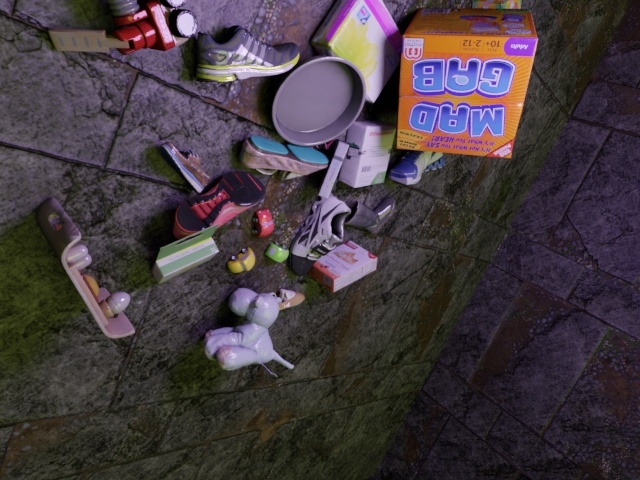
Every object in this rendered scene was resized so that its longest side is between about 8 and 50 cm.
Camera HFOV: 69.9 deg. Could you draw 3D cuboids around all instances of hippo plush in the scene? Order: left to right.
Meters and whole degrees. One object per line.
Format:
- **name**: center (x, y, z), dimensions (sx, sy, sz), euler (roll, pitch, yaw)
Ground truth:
- **hippo plush**: center (-0.238, 0.285, 1.502), dimensions (0.234, 0.295, 0.236), euler (-1, 108, -65)

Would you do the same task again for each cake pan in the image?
- **cake pan**: center (-0.010, -0.409, 1.339), dimensions (0.294, 0.054, 0.293), euler (-18, 144, -14)

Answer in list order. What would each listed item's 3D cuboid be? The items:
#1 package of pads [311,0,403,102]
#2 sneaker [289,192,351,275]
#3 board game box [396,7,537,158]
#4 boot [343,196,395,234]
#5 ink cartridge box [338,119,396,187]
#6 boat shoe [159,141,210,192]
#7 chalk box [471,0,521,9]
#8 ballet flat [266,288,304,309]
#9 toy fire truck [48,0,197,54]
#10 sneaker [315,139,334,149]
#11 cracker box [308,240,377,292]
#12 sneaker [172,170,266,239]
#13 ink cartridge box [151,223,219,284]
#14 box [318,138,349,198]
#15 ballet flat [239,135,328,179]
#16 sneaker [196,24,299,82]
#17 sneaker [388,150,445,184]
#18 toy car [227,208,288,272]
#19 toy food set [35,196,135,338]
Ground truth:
- **package of pads**: center (0.126, -0.587, 1.391), dimensions (0.297, 0.101, 0.229), euler (31, 92, -51)
- **sneaker**: center (0.000, 0.000, 1.637), dimensions (0.123, 0.146, 0.330), euler (7, 112, -49)
- **board game box**: center (0.457, -0.516, 1.472), dimensions (0.356, 0.357, 0.355), euler (-64, 157, -49)
- **boot**: center (0.192, -0.120, 1.818), dimensions (0.209, 0.076, 0.189), euler (26, 94, -44)
- **ink cartridge box**: center (0.167, -0.311, 1.629), dimensions (0.160, 0.093, 0.219), euler (-14, 125, -40)
- **boat shoe**: center (-0.352, -0.204, 1.203), dimensions (0.066, 0.066, 0.183), euler (-50, 151, -14)
- **chalk box**: center (0.667, -0.822, 1.758), dimensions (0.132, 0.132, 0.212), euler (-35, 137, -23)
- **ballet flat**: center (-0.152, 0.220, 1.686), dimensions (0.233, 0.080, 0.073), euler (-19, 117, -37)
- **toy fire truck**: center (-0.409, -0.472, 0.909), dimensions (0.246, 0.159, 0.216), euler (-45, 141, -30)
- **sneaker**: center (0.035, -0.347, 1.499), dimensions (0.047, 0.057, 0.119), euler (31, 91, -49)
- **cracker box**: center (0.085, 0.095, 1.778), dimensions (0.233, 0.156, 0.067), euler (-24, 130, -34)
- **sneaker**: center (-0.297, -0.099, 1.314), dimensions (0.314, 0.115, 0.136), euler (-34, 179, -39)
- **ink cartridge box**: center (-0.362, 0.040, 1.252), dimensions (0.171, 0.235, 0.056), euler (-27, 88, -30)
- **box**: center (0.040, -0.241, 1.522), dimensions (0.038, 0.145, 0.186), euler (22, 104, -6)
- **ballet flat**: center (-0.115, -0.244, 1.402), dimensions (0.316, 0.107, 0.106), euler (6, 132, -42)
- **sneaker**: center (-0.177, -0.478, 1.156), dimensions (0.300, 0.111, 0.121), euler (-26, 128, -34)
- **sneaker**: center (0.389, -0.355, 1.819), dimensions (0.316, 0.128, 0.182), euler (-32, 132, -36)
- **toy car**: center (-0.176, 0.029, 1.544), dimensions (0.225, 0.053, 0.238), euler (25, 97, -50)
- **toy food set**: center (-0.538, 0.065, 1.067), dimensions (0.093, 0.220, 0.305), euler (-31, 134, -27)
